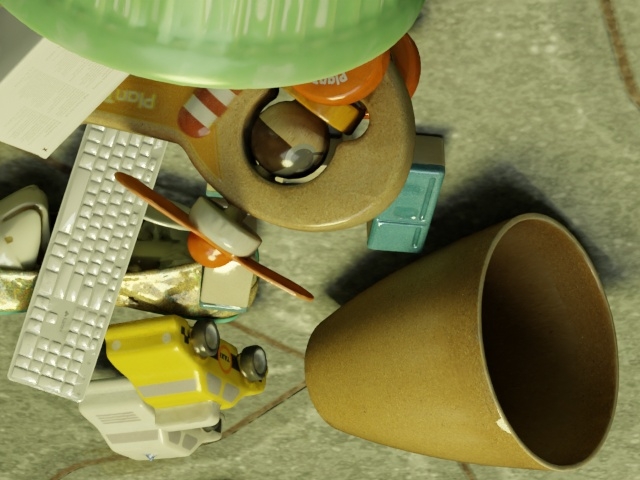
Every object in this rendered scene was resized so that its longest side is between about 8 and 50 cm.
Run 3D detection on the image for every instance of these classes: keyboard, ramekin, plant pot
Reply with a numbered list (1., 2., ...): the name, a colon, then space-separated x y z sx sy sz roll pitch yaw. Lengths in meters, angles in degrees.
1. keyboard: -0.206 0.015 1.388 0.072 0.014 0.256 18 98 -9
2. ramekin: -0.065 -0.246 0.971 0.303 0.303 0.148 6 134 -7
3. plant pot: 0.117 0.115 1.506 0.254 0.237 0.237 -14 142 39

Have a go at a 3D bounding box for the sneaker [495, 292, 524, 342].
1. sneaker: 0.193 0.085 1.595 0.032 0.037 0.083 8 140 -8

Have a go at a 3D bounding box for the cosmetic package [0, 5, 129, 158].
1. cosmetic package: -0.171 -0.171 1.173 0.239 0.060 0.099 -42 147 16

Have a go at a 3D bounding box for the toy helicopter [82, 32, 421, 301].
1. toy helicopter: -0.100 -0.087 1.253 0.355 0.235 0.140 10 -178 15

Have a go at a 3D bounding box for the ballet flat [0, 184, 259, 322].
1. ballet flat: -0.227 0.005 1.442 0.349 0.123 0.123 4 142 -7

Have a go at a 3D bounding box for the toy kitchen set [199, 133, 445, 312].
1. toy kitchen set: 0.000 0.000 1.381 0.207 0.166 0.122 5 142 -5

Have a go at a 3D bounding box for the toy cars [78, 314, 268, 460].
1. toy cars: -0.153 0.169 1.579 0.176 0.087 0.393 6 159 -14
